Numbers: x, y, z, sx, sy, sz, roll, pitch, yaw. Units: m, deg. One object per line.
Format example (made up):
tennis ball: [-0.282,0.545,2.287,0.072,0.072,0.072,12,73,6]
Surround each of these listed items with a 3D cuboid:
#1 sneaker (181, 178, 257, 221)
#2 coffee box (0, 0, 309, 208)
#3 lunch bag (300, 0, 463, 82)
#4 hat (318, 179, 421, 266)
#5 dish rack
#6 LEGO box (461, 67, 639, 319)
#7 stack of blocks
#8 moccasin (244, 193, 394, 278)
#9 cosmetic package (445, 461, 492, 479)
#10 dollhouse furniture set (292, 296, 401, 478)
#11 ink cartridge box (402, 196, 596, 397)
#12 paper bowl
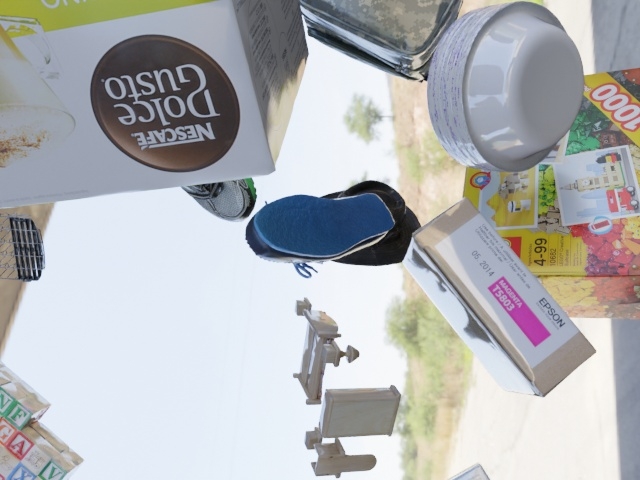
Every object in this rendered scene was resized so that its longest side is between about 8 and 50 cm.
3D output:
sneaker: [-0.285,-0.156,1.334,0.134,0.344,0.146,-53,-6,16]
coffee box: [-0.218,-0.268,0.664,0.338,0.338,0.334,-83,-16,-53]
lunch bag: [0.121,-0.449,1.235,0.212,0.305,0.256,-62,-8,2]
hat: [0.123,-0.074,1.639,0.331,0.332,0.134,-76,-1,-45]
dish rack: [-0.861,0.009,1.662,0.074,0.272,0.208,-82,-5,-66]
LEGO box: [0.502,-0.097,1.309,0.193,0.373,0.500,55,-139,-49]
stack of blocks: [-0.623,0.387,1.247,0.171,0.297,0.087,-51,-4,-2]
moccasin: [0.000,0.000,1.079,0.342,0.117,0.137,-4,-117,-47]
cosmetic package: [0.301,0.607,1.106,0.365,0.197,0.155,61,-177,22]
dollhouse furniture set: [0.042,0.353,1.568,0.355,0.174,0.303,-130,47,-64]
ink cartridge box: [0.212,0.078,0.800,0.234,0.088,0.193,53,175,11]
paper bowl: [0.333,-0.258,1.069,0.148,0.284,0.284,18,112,55]
